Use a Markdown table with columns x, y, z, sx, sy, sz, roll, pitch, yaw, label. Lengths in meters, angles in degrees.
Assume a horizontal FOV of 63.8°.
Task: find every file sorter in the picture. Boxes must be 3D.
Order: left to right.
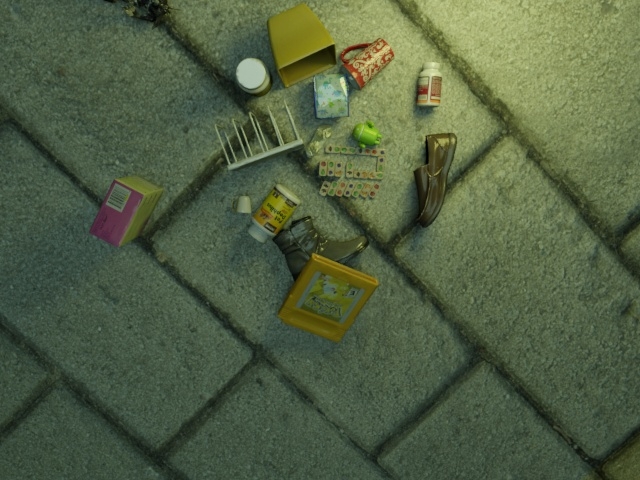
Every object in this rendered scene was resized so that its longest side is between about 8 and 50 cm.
| x | y | z | sx | sy | sz | roll | pitch | yaw | label |
| --- | --- | --- | --- | --- | --- | --- | --- | --- | --- |
| -0.216 | -0.376 | 1.853 | 0.277 | 0.193 | 0.173 | -19 | 97 | 3 | file sorter |

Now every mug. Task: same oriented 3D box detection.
| x | y | z | sx | sy | sz | roll | pitch | yaw | label |
| --- | --- | --- | --- | --- | --- | --- | --- | --- | --- |
| -0.301 | -0.138 | 1.962 | 0.078 | 0.062 | 0.064 | 2 | 93 | -8 | mug |
| 0.162 | -0.653 | 1.849 | 0.169 | 0.113 | 0.150 | -39 | 101 | 3 | mug |

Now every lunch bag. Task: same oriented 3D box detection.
| x | y | z | sx | sy | sz | roll | pitch | yaw | label |
| --- | --- | --- | --- | --- | --- | --- | --- | --- | --- |
| 0.039 | -0.522 | 1.877 | 0.129 | 0.096 | 0.151 | -4 | 91 | 0 | lunch bag |

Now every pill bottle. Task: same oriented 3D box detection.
| x | y | z | sx | sy | sz | roll | pitch | yaw | label |
| --- | --- | --- | --- | --- | --- | --- | --- | --- | --- |
| -0.234 | -0.573 | 1.805 | 0.119 | 0.208 | 0.119 | 0 | 100 | -1 | pill bottle |
| -0.180 | -0.098 | 1.941 | 0.117 | 0.117 | 0.215 | 37 | 98 | -7 | pill bottle |
| 0.400 | -0.567 | 1.879 | 0.086 | 0.086 | 0.152 | 3 | 101 | -1 | pill bottle |

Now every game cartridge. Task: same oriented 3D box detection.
| x | y | z | sx | sy | sz | roll | pitch | yaw | label |
| --- | --- | --- | --- | --- | --- | --- | --- | --- | --- |
| 0.023 | 0.230 | 1.973 | 0.285 | 0.053 | 0.324 | 22 | 115 | -16 | game cartridge |

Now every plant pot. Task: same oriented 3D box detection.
| x | y | z | sx | sy | sz | roll | pitch | yaw | label |
| --- | --- | --- | --- | --- | --- | --- | --- | --- | --- |
| -0.077 | -0.691 | 1.797 | 0.212 | 0.212 | 0.187 | -23 | 89 | 3 | plant pot |

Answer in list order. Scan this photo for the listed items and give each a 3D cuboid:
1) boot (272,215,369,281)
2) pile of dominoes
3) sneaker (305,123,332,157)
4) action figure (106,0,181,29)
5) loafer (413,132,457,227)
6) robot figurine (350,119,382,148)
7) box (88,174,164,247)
| x | y | z | sx | sy | sz | roll | pitch | yaw | label |
| --- | --- | --- | --- | --- | --- | --- | --- | --- | --- |
| 0.000 | 0.000 | 1.969 | 0.338 | 0.118 | 0.223 | -25 | 95 | -1 | boot |
| 0.120 | -0.258 | 1.956 | 0.251 | 0.040 | 0.196 | 3 | 100 | -1 | pile of dominoes |
| -0.010 | -0.373 | 1.928 | 0.053 | 0.061 | 0.152 | 36 | 79 | 0 | sneaker |
| -0.636 | -0.844 | 1.784 | 0.275 | 0.141 | 0.164 | 21 | 98 | -1 | action figure |
| 0.406 | -0.231 | 1.931 | 0.130 | 0.134 | 0.366 | 13 | 90 | 1 | loafer |
| 0.172 | -0.395 | 1.917 | 0.115 | 0.067 | 0.101 | 21 | 112 | -5 | robot figurine |
| -0.698 | -0.114 | 1.865 | 0.117 | 0.243 | 0.213 | 28 | 100 | -6 | box |
